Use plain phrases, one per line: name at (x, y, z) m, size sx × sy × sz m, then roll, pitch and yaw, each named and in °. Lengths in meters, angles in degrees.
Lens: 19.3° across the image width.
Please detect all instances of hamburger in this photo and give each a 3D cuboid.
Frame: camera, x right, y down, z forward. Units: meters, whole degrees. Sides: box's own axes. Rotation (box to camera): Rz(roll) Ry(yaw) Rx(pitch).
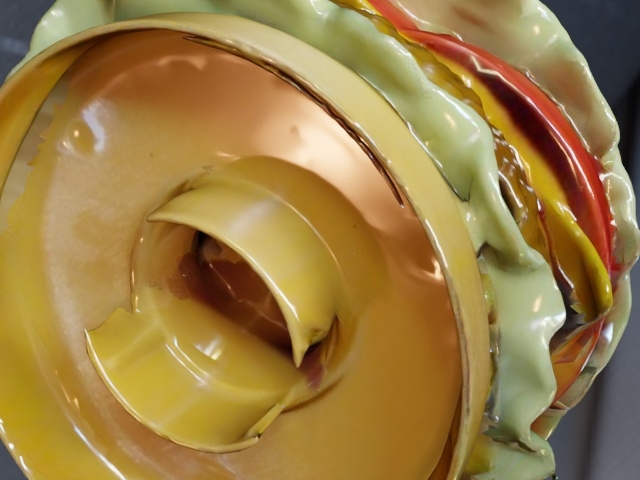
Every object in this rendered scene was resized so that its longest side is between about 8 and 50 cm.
hamburger at (0.000, 0.000, 0.778) m, size 0.274 × 0.212 × 0.274 m, roll 12°, pitch 116°, yaw 26°
